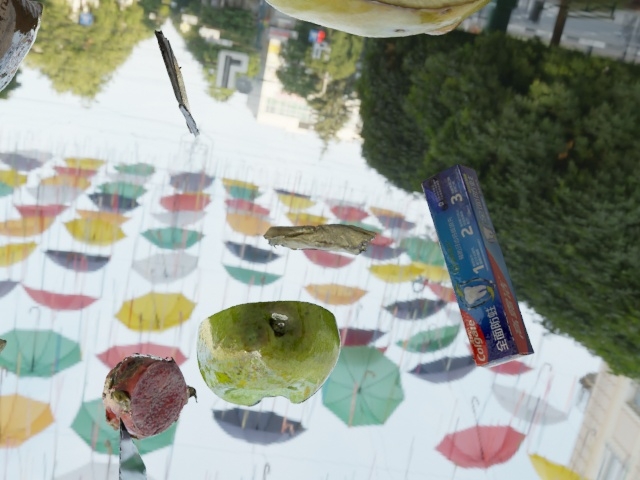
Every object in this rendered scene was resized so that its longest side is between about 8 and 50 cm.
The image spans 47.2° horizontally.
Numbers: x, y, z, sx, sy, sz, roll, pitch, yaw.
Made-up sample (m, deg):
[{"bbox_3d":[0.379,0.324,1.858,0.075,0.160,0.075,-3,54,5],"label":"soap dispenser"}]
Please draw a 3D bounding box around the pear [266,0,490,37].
[{"bbox_3d":[0.078,-0.391,0.927,0.386,0.340,0.191,-24,169,-14],"label":"pear"}]

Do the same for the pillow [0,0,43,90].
[{"bbox_3d":[-0.743,-0.433,1.645,0.108,0.305,0.308,35,-179,-10],"label":"pillow"}]

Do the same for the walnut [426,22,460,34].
[{"bbox_3d":[0.237,-0.490,1.528,0.167,0.087,0.211,25,-128,6],"label":"walnut"}]

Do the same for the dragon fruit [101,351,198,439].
[{"bbox_3d":[-0.438,0.379,1.805,0.147,0.211,0.282,8,177,29],"label":"dragon fruit"}]

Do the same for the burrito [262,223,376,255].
[{"bbox_3d":[0.000,-0.002,1.488,0.229,0.063,0.058,0,-162,10],"label":"burrito"}]

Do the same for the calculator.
[{"bbox_3d":[-0.298,-0.321,1.538,0.028,0.165,0.274,-16,174,-4],"label":"calculator"}]

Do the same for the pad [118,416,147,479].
[{"bbox_3d":[-0.364,0.454,1.424,0.003,0.143,0.211,-21,-157,-6],"label":"pad"}]

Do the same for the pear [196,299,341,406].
[{"bbox_3d":[-0.095,0.207,1.339,0.292,0.159,0.292,-4,159,-2],"label":"pear"}]

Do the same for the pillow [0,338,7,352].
[{"bbox_3d":[-0.450,0.118,0.753,0.050,0.148,0.229,17,157,35],"label":"pillow"}]

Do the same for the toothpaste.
[{"bbox_3d":[0.248,0.038,1.170,0.076,0.320,0.066,-26,160,34],"label":"toothpaste"}]
